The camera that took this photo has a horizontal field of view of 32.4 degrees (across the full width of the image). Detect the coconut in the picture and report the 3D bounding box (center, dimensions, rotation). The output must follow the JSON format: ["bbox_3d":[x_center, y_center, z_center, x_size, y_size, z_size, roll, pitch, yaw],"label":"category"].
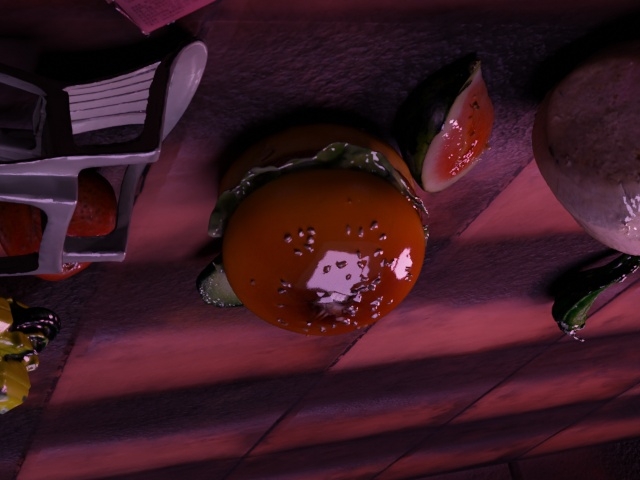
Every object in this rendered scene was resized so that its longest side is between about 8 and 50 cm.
[{"bbox_3d":[0.357,-0.097,1.189,0.227,0.227,0.230,-28,153,26],"label":"coconut"}]

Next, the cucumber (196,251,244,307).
[{"bbox_3d":[-0.048,0.010,1.353,0.244,0.063,0.115,-23,133,18],"label":"cucumber"}]

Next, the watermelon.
[{"bbox_3d":[0.144,-0.115,1.221,0.119,0.063,0.245,-29,156,-3],"label":"watermelon"}]

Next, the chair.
[{"bbox_3d":[-0.228,-0.080,0.936,0.275,0.190,0.203,3,153,-20],"label":"chair"}]

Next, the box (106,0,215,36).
[{"bbox_3d":[-0.099,-0.227,0.810,0.156,0.060,0.111,-23,156,10],"label":"box"}]

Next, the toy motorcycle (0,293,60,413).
[{"bbox_3d":[-0.453,0.106,1.224,0.206,0.142,0.342,-24,153,21],"label":"toy motorcycle"}]

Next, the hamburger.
[{"bbox_3d":[-0.001,0.001,1.179,0.246,0.170,0.246,-4,140,-3],"label":"hamburger"}]

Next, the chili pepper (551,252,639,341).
[{"bbox_3d":[0.446,0.093,1.847,0.122,0.065,0.279,-2,149,-20],"label":"chili pepper"}]

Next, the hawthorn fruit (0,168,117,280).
[{"bbox_3d":[-0.260,-0.021,1.096,0.128,0.128,0.128,-13,156,-6],"label":"hawthorn fruit"}]
